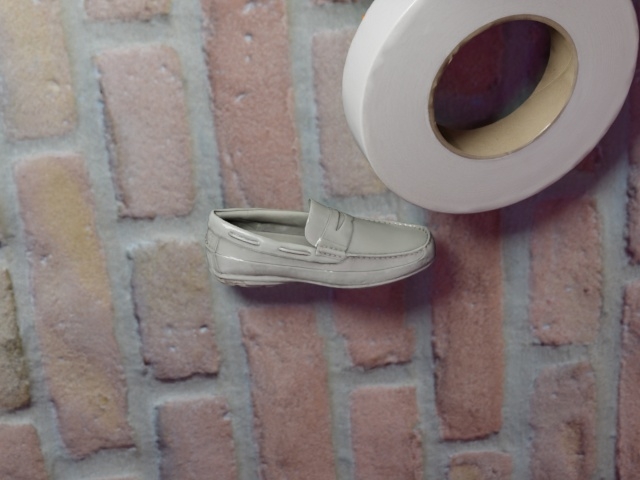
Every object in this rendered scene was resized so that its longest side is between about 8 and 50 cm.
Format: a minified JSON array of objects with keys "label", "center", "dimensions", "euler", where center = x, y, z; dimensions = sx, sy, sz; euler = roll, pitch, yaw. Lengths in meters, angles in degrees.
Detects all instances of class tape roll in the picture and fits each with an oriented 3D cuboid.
[{"label":"tape roll","center":[0.218,-0.209,1.581],"dimensions":[0.392,0.072,0.392],"euler":[-13,131,-15]}]

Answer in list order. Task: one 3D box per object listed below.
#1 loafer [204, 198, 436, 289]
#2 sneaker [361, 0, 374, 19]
[{"label":"loafer","center":[0.000,0.000,1.718],"dimensions":[0.319,0.112,0.111],"euler":[-3,124,-1]},{"label":"sneaker","center":[0.119,-0.309,1.587],"dimensions":[0.108,0.100,0.272],"euler":[18,113,-6]}]
